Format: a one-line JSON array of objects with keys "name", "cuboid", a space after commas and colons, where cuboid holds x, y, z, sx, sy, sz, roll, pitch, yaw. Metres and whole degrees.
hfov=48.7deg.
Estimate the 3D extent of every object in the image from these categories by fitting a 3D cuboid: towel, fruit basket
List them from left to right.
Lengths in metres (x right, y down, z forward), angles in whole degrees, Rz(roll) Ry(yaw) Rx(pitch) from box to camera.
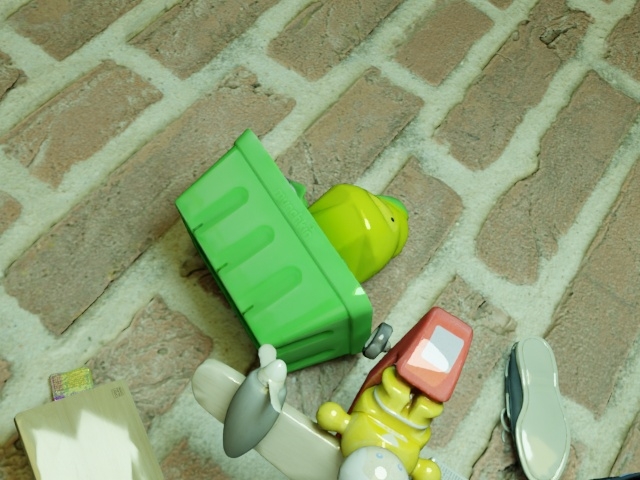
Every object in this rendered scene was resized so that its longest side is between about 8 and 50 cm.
[{"name": "towel", "cuboid": [-0.373, 0.234, 1.073, 0.060, 0.009, 0.083, -12, 65, -21]}, {"name": "fruit basket", "cuboid": [0.000, 0.000, 1.170, 0.391, 0.283, 0.392, -1, 64, 2]}]

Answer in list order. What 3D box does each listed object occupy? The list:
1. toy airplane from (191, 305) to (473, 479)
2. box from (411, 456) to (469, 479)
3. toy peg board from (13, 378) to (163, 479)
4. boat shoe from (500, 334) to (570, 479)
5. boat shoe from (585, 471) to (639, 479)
[{"name": "toy airplane", "cuboid": [0.046, 0.305, 0.926, 0.386, 0.272, 0.385, -11, 89, 1]}, {"name": "box", "cuboid": [0.189, 0.424, 1.073, 0.137, 0.072, 0.126, 34, 59, 7]}, {"name": "toy peg board", "cuboid": [-0.336, 0.306, 1.010, 0.160, 0.079, 0.161, -14, 70, -38]}, {"name": "boat shoe", "cuboid": [0.352, 0.287, 1.190, 0.095, 0.079, 0.255, 5, 57, -9]}, {"name": "boat shoe", "cuboid": [0.531, 0.428, 1.149, 0.258, 0.089, 0.109, -4, 62, -17]}]
